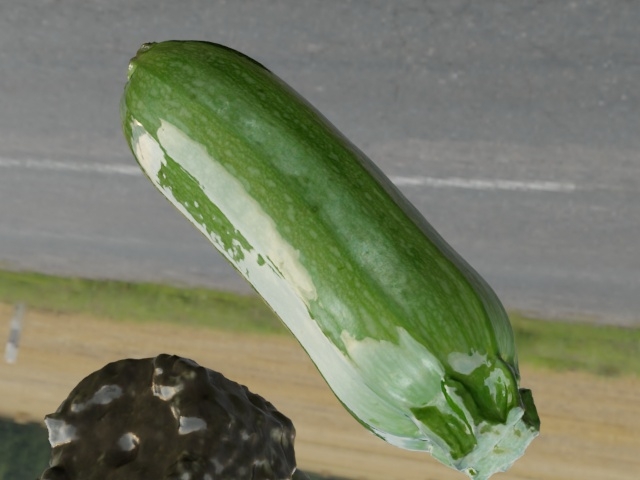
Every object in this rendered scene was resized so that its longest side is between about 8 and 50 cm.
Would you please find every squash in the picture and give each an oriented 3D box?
[{"bbox_3d":[0.000,0.000,0.444,0.219,0.068,0.077,48,-165,27],"label":"squash"}]

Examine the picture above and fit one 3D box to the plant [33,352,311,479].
[{"bbox_3d":[-0.059,0.189,0.766,0.146,0.149,0.274,4,148,29],"label":"plant"}]
